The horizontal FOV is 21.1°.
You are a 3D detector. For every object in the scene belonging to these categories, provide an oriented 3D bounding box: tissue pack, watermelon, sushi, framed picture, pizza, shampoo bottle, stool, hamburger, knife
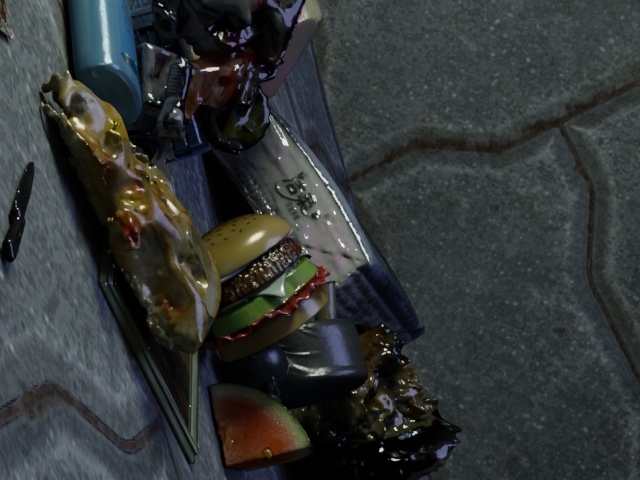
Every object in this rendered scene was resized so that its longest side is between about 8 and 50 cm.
[{"bbox_3d":[0.000,0.000,2.399,0.288,0.124,0.394,54,0,21],"label":"tissue pack"},{"bbox_3d":[-0.070,0.223,1.916,0.094,0.135,0.125,-38,121,-42],"label":"watermelon"},{"bbox_3d":[0.048,0.229,2.260,0.225,0.238,0.219,-41,113,-44],"label":"sushi"},{"bbox_3d":[-0.170,0.076,1.764,0.197,0.014,0.252,-95,167,-54],"label":"framed picture"},{"bbox_3d":[-0.178,-0.040,1.671,0.297,0.071,0.189,60,15,-14],"label":"pizza"},{"bbox_3d":[-0.232,-0.249,1.804,0.104,0.061,0.258,69,8,-56],"label":"shampoo bottle"},{"bbox_3d":[-0.034,0.128,2.082,0.228,0.153,0.139,42,32,-74],"label":"stool"},{"bbox_3d":[-0.084,0.044,1.927,0.137,0.175,0.175,59,11,-8],"label":"hamburger"},{"bbox_3d":[-0.252,-0.029,1.441,0.170,0.010,0.023,-94,172,-62],"label":"knife"}]

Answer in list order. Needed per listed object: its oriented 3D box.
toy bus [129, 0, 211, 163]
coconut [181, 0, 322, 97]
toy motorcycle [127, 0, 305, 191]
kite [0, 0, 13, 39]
[{"bbox_3d":[-0.191,-0.206,1.977,0.094,0.079,0.237,168,-94,-82],"label":"toy bus"},{"bbox_3d":[-0.120,-0.283,2.107,0.233,0.233,0.245,15,55,-80],"label":"coconut"},{"bbox_3d":[-0.134,-0.196,1.865,0.134,0.207,0.401,-6,-115,63],"label":"toy motorcycle"},{"bbox_3d":[-0.317,-0.276,1.487,0.198,0.006,0.244,-92,164,-58],"label":"kite"}]
